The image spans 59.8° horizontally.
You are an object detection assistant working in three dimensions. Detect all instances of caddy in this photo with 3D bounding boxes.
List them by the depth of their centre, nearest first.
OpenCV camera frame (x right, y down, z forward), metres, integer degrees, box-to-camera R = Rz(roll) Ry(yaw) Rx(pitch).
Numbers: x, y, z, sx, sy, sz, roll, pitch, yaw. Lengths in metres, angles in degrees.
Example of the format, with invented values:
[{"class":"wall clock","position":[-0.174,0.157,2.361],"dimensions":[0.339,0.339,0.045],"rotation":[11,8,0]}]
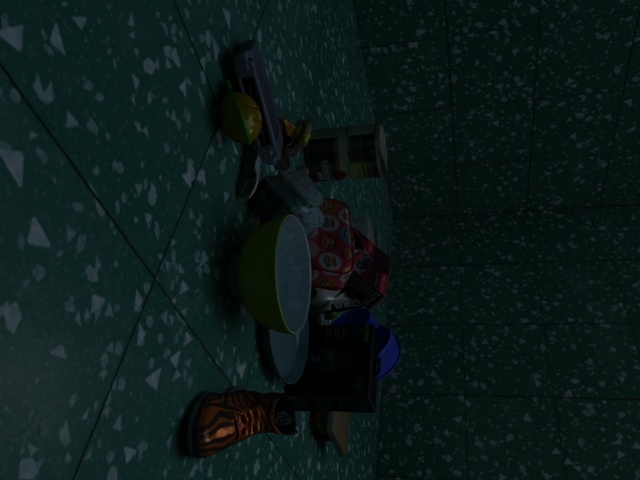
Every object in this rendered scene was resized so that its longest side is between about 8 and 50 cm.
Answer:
[{"class":"caddy","position":[0.120,0.404,1.958],"dimensions":[0.241,0.341,0.179],"rotation":[41,-20,43]}]

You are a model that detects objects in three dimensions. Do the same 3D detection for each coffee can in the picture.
[{"class":"coffee can","position":[0.098,-0.325,2.077],"dimensions":[0.201,0.276,0.201],"rotation":[-3,90,-75]}]

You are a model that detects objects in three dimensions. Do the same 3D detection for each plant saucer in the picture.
[{"class":"plant saucer","position":[-0.105,0.258,1.631],"dimensions":[0.318,0.044,0.317],"rotation":[-5,90,-72]}]

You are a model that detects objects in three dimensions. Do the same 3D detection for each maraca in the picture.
[{"class":"maraca","position":[-0.195,-0.304,1.326],"dimensions":[0.127,0.099,0.185],"rotation":[82,-12,-50]}]

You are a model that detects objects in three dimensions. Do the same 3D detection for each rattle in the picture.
[{"class":"rattle","position":[-0.109,-0.360,1.784],"dimensions":[0.199,0.143,0.130],"rotation":[-98,-152,-51]}]

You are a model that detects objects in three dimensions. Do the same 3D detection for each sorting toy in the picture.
[{"class":"sorting toy","position":[0.042,0.627,2.059],"dimensions":[0.255,0.090,0.257],"rotation":[71,21,-47]}]

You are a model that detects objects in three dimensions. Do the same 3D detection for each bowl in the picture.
[{"class":"bowl","position":[-0.133,0.083,1.358],"dimensions":[0.289,0.156,0.289],"rotation":[-2,90,-75]}]

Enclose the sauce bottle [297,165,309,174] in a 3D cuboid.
[{"class":"sauce bottle","position":[-0.068,-0.203,1.887],"dimensions":[0.128,0.042,0.042],"rotation":[-73,156,-48]}]

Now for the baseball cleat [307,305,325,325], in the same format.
[{"class":"baseball cleat","position":[-0.034,0.209,1.914],"dimensions":[0.109,0.072,0.205],"rotation":[41,38,-62]}]

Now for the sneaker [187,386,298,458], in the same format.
[{"class":"sneaker","position":[-0.149,0.377,1.197],"dimensions":[0.321,0.180,0.124],"rotation":[-2,89,-75]}]

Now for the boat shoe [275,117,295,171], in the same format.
[{"class":"boat shoe","position":[-0.114,-0.283,1.666],"dimensions":[0.183,0.066,0.066],"rotation":[70,30,-43]}]

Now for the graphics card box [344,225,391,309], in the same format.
[{"class":"graphics card box","position":[0.073,0.036,1.879],"dimensions":[0.371,0.094,0.232],"rotation":[40,32,-11]}]

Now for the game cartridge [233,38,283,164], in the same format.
[{"class":"game cartridge","position":[-0.160,-0.368,1.474],"dimensions":[0.196,0.060,0.294],"rotation":[-83,162,-59]}]

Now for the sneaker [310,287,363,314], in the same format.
[{"class":"sneaker","position":[0.066,0.172,1.914],"dimensions":[0.331,0.123,0.146],"rotation":[11,63,-61]}]

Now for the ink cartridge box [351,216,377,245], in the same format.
[{"class":"ink cartridge box","position":[0.188,0.072,2.639],"dimensions":[0.226,0.131,0.306],"rotation":[58,31,-62]}]

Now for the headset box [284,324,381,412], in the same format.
[{"class":"headset box","position":[0.053,0.403,1.761],"dimensions":[0.131,0.283,0.246],"rotation":[70,23,-48]}]

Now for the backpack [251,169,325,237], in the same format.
[{"class":"backpack","position":[-0.071,-0.096,1.504],"dimensions":[0.188,0.144,0.166],"rotation":[58,26,7]}]

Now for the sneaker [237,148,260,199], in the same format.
[{"class":"sneaker","position":[-0.177,-0.163,1.442],"dimensions":[0.061,0.054,0.152],"rotation":[70,22,-56]}]

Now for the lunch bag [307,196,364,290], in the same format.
[{"class":"lunch bag","position":[0.000,0.000,1.631],"dimensions":[0.120,0.259,0.293],"rotation":[109,-14,-50]}]

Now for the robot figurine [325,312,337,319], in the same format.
[{"class":"robot figurine","position":[0.035,0.254,2.142],"dimensions":[0.101,0.067,0.115],"rotation":[79,15,-59]}]
